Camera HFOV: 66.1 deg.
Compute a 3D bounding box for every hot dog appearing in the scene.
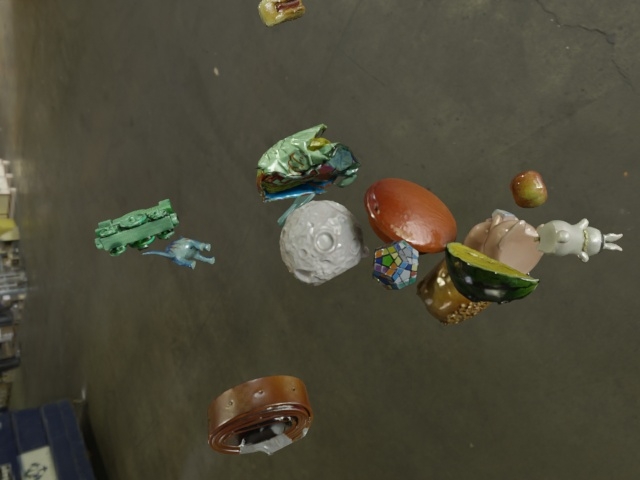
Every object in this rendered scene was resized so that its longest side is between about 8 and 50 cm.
[{"bbox_3d":[-0.116,-0.771,1.629,0.073,0.242,0.084,-13,111,34],"label":"hot dog"}]

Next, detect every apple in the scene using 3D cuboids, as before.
[{"bbox_3d":[0.673,-0.165,1.597,0.101,0.126,0.126,-17,79,18],"label":"apple"}]

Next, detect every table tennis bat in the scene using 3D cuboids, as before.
[{"bbox_3d":[-0.089,-0.152,2.018,0.244,0.040,0.153,-49,19,-5],"label":"table tennis bat"}]

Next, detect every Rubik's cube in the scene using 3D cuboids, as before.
[{"bbox_3d":[0.158,0.052,1.046,0.093,0.111,0.111,-53,55,40],"label":"Rubik's cube"}]

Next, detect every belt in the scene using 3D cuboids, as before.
[{"bbox_3d":[-0.151,0.438,1.218,0.105,0.261,0.184,-111,7,-52],"label":"belt"}]

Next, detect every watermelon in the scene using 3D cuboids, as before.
[{"bbox_3d":[0.394,0.072,1.218,0.301,0.129,0.123,36,149,62],"label":"watermelon"}]

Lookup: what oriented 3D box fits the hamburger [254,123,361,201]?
[{"bbox_3d":[-0.043,-0.204,1.226,0.275,0.260,0.151,-13,79,5],"label":"hamburger"}]

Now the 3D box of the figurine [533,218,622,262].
[{"bbox_3d":[0.509,-0.006,0.980,0.098,0.146,0.081,-132,47,-69],"label":"figurine"}]

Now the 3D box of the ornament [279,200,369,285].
[{"bbox_3d":[0.000,0.000,1.914,0.336,0.336,0.338,7,99,50],"label":"ornament"}]

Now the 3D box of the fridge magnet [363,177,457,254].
[{"bbox_3d":[0.319,-0.084,1.766,0.364,0.363,0.155,56,137,30],"label":"fridge magnet"}]

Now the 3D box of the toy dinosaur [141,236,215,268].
[{"bbox_3d":[-0.389,0.028,1.441,0.329,0.144,0.077,-73,-2,-80],"label":"toy dinosaur"}]

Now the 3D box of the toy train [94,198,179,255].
[{"bbox_3d":[-0.397,-0.030,1.065,0.105,0.178,0.071,-129,22,-58],"label":"toy train"}]

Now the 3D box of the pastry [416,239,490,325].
[{"bbox_3d":[0.563,0.165,1.934,0.245,0.409,0.410,48,131,8],"label":"pastry"}]

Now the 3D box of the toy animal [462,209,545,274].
[{"bbox_3d":[0.554,0.013,1.542,0.256,0.194,0.213,-125,43,-70],"label":"toy animal"}]

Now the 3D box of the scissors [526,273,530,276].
[{"bbox_3d":[0.681,0.109,1.710,0.022,0.300,0.109,-14,79,8],"label":"scissors"}]
